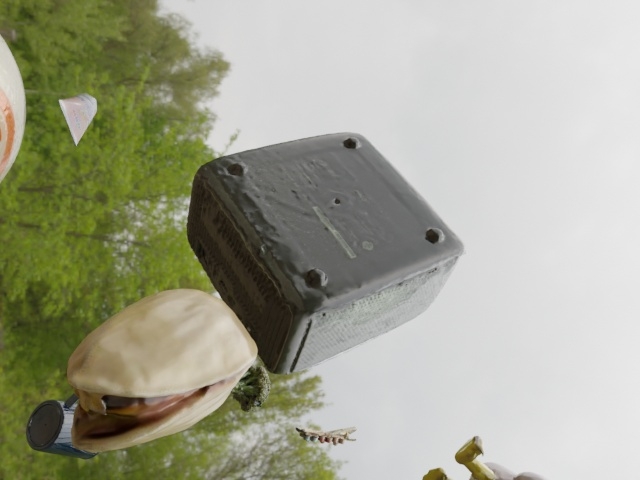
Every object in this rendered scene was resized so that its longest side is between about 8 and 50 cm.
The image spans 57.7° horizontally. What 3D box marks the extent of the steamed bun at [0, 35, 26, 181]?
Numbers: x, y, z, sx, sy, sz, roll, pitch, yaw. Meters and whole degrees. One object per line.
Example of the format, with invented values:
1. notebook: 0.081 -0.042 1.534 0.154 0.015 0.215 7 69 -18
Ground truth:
1. steamed bun: -0.428 -0.120 0.583 0.177 0.283 0.282 35 -54 21

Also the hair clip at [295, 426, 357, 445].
1. hair clip: 0.017 0.569 1.685 0.062 0.214 0.056 1 -98 57

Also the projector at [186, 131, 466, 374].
1. projector: 0.000 0.000 1.128 0.395 0.406 0.242 54 -36 28

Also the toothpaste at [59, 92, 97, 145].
1. toothpaste: -0.377 -0.198 0.899 0.194 0.043 0.067 -124 -159 -64

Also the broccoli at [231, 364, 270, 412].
1. broccoli: -0.194 0.394 1.568 0.130 0.120 0.131 -36 -124 33

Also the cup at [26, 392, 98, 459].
1. cup: -0.555 0.401 1.291 0.114 0.138 0.149 -1 -114 26

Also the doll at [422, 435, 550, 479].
1. doll: 0.310 0.419 0.779 0.365 0.094 0.160 44 -64 10

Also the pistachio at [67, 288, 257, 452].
1. pistachio: -0.167 0.137 0.612 0.158 0.230 0.157 6 -77 25
